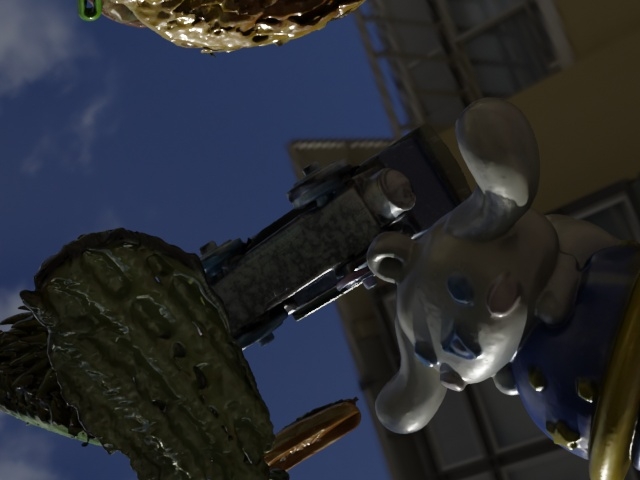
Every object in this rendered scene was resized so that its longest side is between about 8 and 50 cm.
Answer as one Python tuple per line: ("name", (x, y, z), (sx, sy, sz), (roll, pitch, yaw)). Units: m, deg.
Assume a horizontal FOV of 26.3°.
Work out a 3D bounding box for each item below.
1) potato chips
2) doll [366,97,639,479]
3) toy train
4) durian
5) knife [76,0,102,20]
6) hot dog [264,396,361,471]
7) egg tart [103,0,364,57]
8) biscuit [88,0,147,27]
("potato chips", (-0.068, 0.078, 0.666), (0.092, 0.028, 0.207), (-38, -61, -17))
("doll", (0.161, 0.027, 0.891), (0.159, 0.242, 0.311), (-45, -34, -32))
("toy train", (0.000, 0.000, 1.401), (0.131, 0.299, 0.202), (59, -145, 1))
("durian", (-0.175, 0.107, 1.055), (0.132, 0.375, 0.107), (28, -98, -65))
("knife", (-0.207, -0.286, 1.263), (0.054, 0.212, 0.015), (-8, -129, -15))
("hot dog", (-0.014, 0.206, 1.470), (0.041, 0.133, 0.056), (54, 168, 40))
("egg tart", (-0.055, -0.270, 1.074), (0.297, 0.297, 0.132), (10, -139, -46))
("biscuit", (-0.189, -0.356, 1.313), (0.107, 0.325, 0.326), (-29, -88, -40))
